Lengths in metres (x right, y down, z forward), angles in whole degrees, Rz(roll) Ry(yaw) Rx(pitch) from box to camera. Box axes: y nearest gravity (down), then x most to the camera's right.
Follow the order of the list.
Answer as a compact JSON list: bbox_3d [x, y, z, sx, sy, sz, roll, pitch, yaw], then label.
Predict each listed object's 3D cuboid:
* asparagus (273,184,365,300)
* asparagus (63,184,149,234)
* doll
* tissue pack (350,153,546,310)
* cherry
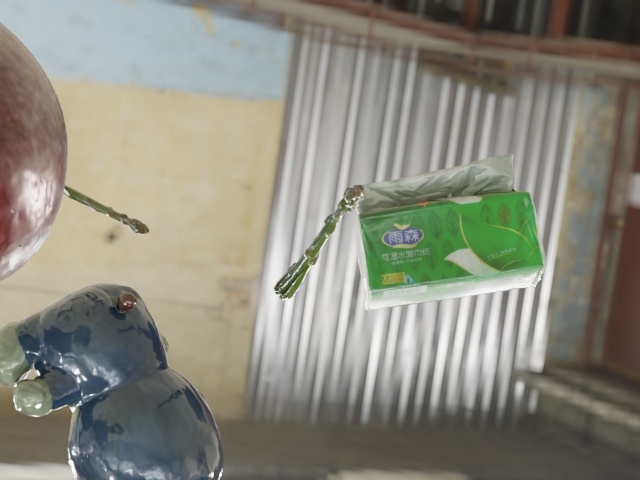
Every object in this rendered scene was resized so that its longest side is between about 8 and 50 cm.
[{"bbox_3d":[0.000,0.000,1.702,0.022,0.023,0.233,13,146,-16],"label":"asparagus"},{"bbox_3d":[-0.226,-0.034,1.732,0.166,0.013,0.016,25,-177,42],"label":"asparagus"},{"bbox_3d":[-0.200,0.168,1.708,0.154,0.258,0.228,-25,179,33],"label":"doll"},{"bbox_3d":[0.146,-0.011,1.995,0.209,0.156,0.148,-9,166,-1],"label":"tissue pack"},{"bbox_3d":[-0.299,-0.075,1.222,0.230,0.203,0.300,-1,-149,-2],"label":"cherry"}]
